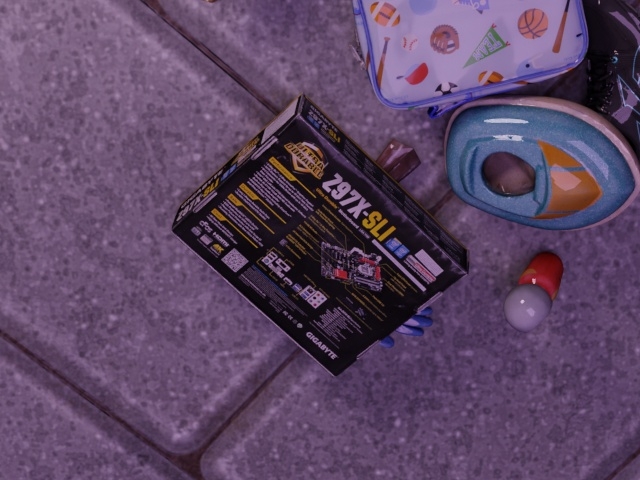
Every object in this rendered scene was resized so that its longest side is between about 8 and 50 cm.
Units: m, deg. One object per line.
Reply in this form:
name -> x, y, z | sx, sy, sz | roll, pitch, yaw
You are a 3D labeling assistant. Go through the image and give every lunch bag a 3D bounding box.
lunch bag -> 0.182, -0.292, 1.875 | 0.303, 0.115, 0.243 | -13, 106, 2

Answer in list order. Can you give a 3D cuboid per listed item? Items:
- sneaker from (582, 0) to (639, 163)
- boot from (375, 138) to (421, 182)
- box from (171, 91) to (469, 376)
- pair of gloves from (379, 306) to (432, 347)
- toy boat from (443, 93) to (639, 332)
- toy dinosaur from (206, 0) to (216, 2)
sneaker -> 0.398, -0.204, 1.927 | 0.106, 0.101, 0.267 | -34, 110, -11
boot -> 0.068, -0.104, 1.992 | 0.106, 0.037, 0.114 | 37, 108, -28
box -> 0.000, 0.000, 1.976 | 0.322, 0.079, 0.257 | 42, 114, -15
pair of gloves -> 0.094, 0.058, 2.065 | 0.159, 0.023, 0.198 | 11, 110, -7
toy boat -> 0.289, -0.037, 1.947 | 0.267, 0.148, 0.318 | 9, 123, 21
toy dinosaur -> -0.078, -0.353, 1.855 | 0.183, 0.092, 0.053 | -38, 109, 11
